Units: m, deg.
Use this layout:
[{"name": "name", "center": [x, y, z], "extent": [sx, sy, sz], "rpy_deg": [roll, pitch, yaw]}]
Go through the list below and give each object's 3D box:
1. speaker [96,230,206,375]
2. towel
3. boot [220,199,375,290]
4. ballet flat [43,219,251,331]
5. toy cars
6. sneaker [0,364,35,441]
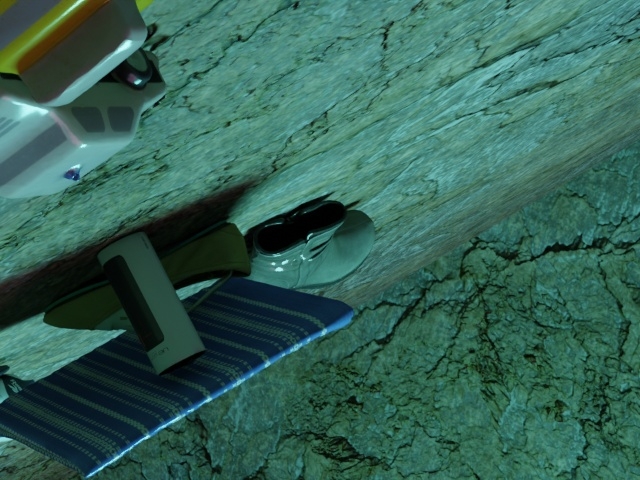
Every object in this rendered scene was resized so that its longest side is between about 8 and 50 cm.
[{"name": "speaker", "center": [-0.164, 0.062, 1.473], "extent": [0.055, 0.136, 0.055], "rpy_deg": [-27, 173, -4]}, {"name": "towel", "center": [-0.154, 0.133, 1.544], "extent": [0.336, 0.040, 0.243], "rpy_deg": [-30, -158, -30]}, {"name": "boot", "center": [0.000, 0.000, 1.877], "extent": [0.246, 0.083, 0.161], "rpy_deg": [-25, 166, -35]}, {"name": "ballet flat", "center": [-0.179, 0.055, 1.605], "extent": [0.232, 0.073, 0.080], "rpy_deg": [-27, 174, -12]}, {"name": "toy cars", "center": [-0.140, -0.087, 0.787], "extent": [0.176, 0.087, 0.394], "rpy_deg": [-26, 172, -15]}, {"name": "sneaker", "center": [-0.370, 0.181, 1.684], "extent": [0.153, 0.094, 0.235], "rpy_deg": [-24, 171, -36]}]
